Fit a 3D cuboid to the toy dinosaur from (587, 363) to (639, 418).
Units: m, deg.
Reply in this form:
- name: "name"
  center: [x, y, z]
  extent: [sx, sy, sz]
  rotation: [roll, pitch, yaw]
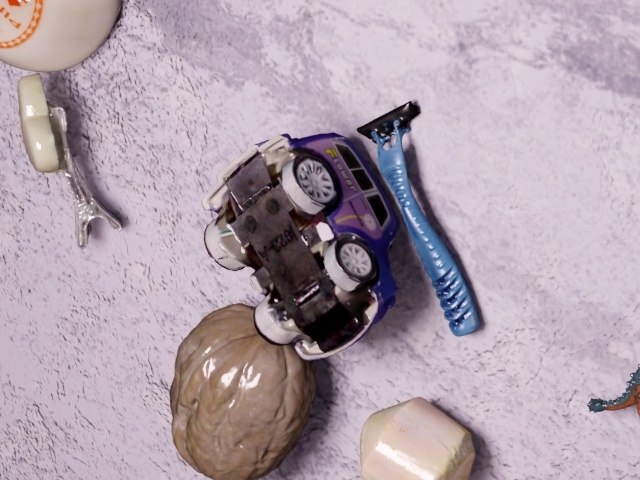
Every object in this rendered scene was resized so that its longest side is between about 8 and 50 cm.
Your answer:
- name: "toy dinosaur"
  center: [0.330, 0.146, 1.889]
  extent: [0.154, 0.049, 0.055]
  rotation: [-25, 88, 35]

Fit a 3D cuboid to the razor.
- name: "razor"
  center: [0.109, -0.017, 2.029]
  extent: [0.082, 0.042, 0.253]
  rotation: [-23, 88, 40]

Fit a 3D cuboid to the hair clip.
- name: "hair clip"
  center: [-0.315, -0.100, 2.301]
  extent: [0.159, 0.071, 0.218]
  rotation: [-139, 26, -72]

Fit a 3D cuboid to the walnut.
- name: "walnut"
  center: [-0.093, 0.181, 2.168]
  extent: [0.178, 0.178, 0.230]
  rotation: [35, 126, 27]

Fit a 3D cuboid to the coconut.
- name: "coconut"
  center: [0.097, 0.231, 2.058]
  extent: [0.122, 0.116, 0.116]
  rotation: [36, 122, 20]

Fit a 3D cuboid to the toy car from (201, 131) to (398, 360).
- name: "toy car"
  center: [0.000, 0.000, 2.042]
  extent: [0.172, 0.158, 0.235]
  rotation: [-37, 78, 43]

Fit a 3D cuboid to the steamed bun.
- name: "steamed bun"
  center: [-0.352, -0.311, 2.249]
  extent: [0.232, 0.145, 0.232]
  rotation: [11, 108, 37]
